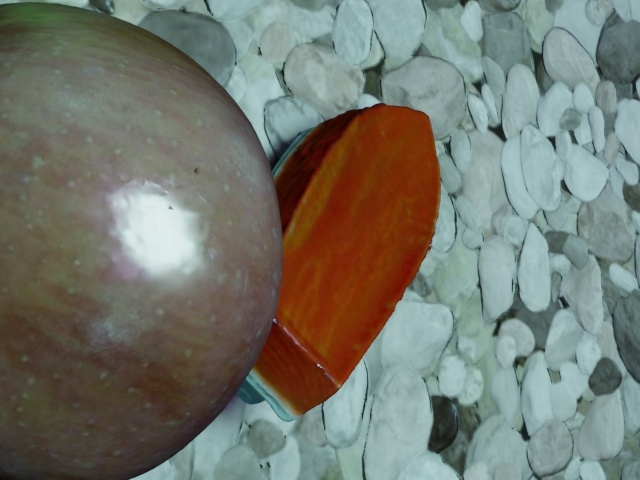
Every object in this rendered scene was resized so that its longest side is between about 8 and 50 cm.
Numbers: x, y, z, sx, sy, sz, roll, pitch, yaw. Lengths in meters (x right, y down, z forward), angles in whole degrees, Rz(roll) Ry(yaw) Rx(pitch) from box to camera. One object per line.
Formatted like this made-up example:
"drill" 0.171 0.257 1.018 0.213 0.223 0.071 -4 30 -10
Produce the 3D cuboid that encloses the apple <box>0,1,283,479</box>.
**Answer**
"apple" -0.166 -0.004 0.712 0.235 0.306 0.305 22 67 -32

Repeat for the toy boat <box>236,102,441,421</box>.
"toy boat" 0.000 0.000 0.969 0.145 0.133 0.332 48 44 -16
